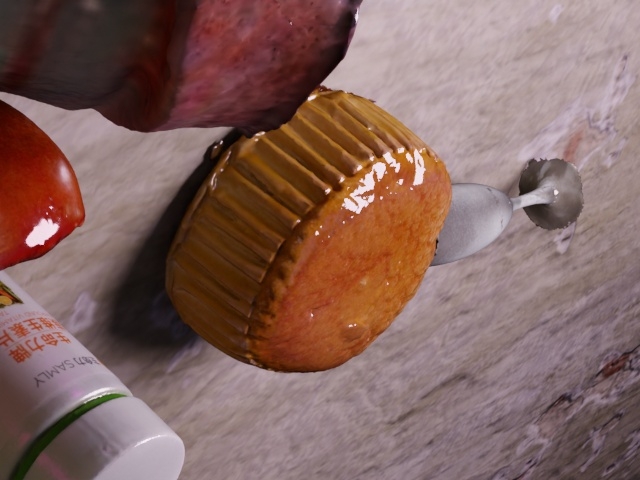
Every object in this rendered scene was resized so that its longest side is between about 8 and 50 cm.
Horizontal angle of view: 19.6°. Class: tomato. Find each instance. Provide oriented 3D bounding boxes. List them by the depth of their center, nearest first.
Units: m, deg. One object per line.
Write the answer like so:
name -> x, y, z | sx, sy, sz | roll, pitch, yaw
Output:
tomato -> -0.182, -0.026, 0.808 | 0.139, 0.159, 0.091 | -23, 106, -36

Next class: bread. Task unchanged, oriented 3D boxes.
bread -> 0.000, 0.001, 1.173 | 0.199, 0.104, 0.199 | -40, 153, -25

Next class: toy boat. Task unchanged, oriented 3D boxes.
toy boat -> -0.142, -0.099, 0.731 | 0.282, 0.096, 0.206 | 4, 166, -24

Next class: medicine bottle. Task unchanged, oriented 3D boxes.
medicine bottle -> -0.157, 0.069, 0.901 | 0.086, 0.183, 0.086 | -40, 155, -23

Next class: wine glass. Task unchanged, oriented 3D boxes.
wine glass -> 0.124, -0.020, 1.413 | 0.198, 0.066, 0.066 | -16, 140, -49
